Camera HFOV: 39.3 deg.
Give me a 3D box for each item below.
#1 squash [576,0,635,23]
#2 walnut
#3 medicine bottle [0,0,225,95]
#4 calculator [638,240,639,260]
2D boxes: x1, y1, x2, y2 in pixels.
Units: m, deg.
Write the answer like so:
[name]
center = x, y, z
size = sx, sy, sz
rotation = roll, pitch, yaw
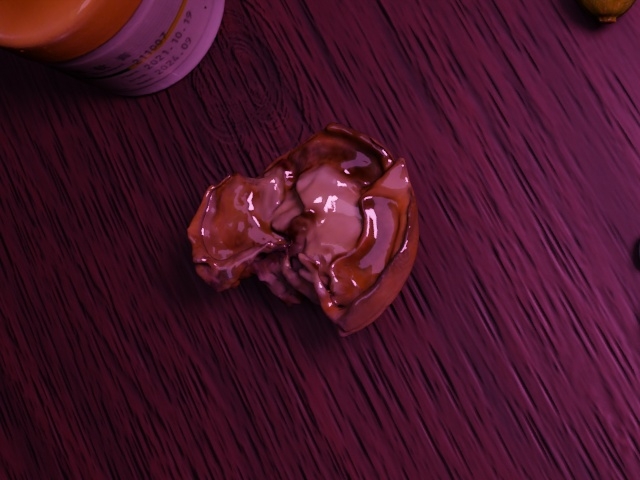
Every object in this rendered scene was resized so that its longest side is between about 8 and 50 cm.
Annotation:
[squash]
center = 0.292, -0.310, 0.886
size = 0.095, 0.095, 0.188
rotation = 11, 89, 20
[walnut]
center = 0.000, -0.011, 0.939
size = 0.238, 0.141, 0.204
rotation = 18, 80, 23
[medicine bottle]
center = -0.257, -0.300, 1.008
size = 0.238, 0.232, 0.238
rotation = -2, 83, 20
[calculator]
center = 0.419, 0.083, 0.828
size = 0.185, 0.041, 0.299
rotation = -44, 74, 11
